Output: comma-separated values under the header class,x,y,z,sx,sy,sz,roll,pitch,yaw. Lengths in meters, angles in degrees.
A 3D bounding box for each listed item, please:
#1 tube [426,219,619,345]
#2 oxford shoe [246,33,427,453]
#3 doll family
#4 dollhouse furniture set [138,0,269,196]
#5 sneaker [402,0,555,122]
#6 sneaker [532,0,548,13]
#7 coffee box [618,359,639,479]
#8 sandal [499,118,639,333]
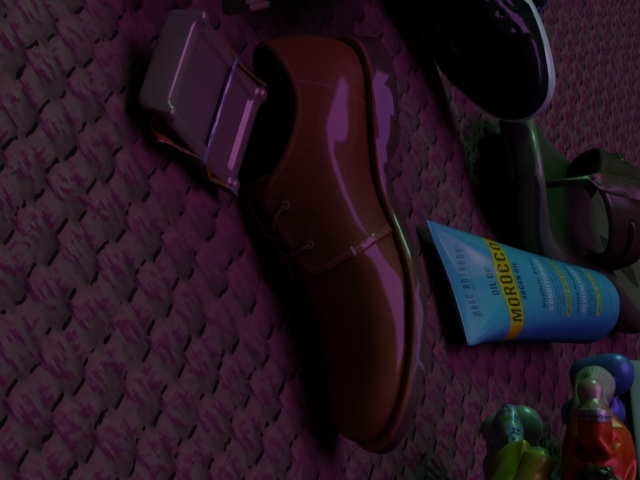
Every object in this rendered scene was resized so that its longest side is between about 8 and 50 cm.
class,x,y,z,sx,sy,sz,roll,pitch,yaw
tube,0.130,0.036,1.023,0.207,0.052,0.080,10,53,-56
oxford shoe,0.000,0.000,0.764,0.076,0.076,0.212,2,70,-32
doll family,0.108,0.192,0.807,0.163,0.118,0.263,-67,151,-65
dollhouse furniture set,-0.061,-0.101,0.741,0.076,0.058,0.152,49,50,-54
sneaker,0.069,-0.166,1.011,0.217,0.079,0.121,62,27,1
sneaker,0.133,-0.273,1.144,0.125,0.104,0.262,57,44,-84
coffee box,0.250,0.237,0.964,0.168,0.118,0.297,83,7,-52
sandal,0.208,-0.023,1.174,0.303,0.086,0.120,34,42,-53
